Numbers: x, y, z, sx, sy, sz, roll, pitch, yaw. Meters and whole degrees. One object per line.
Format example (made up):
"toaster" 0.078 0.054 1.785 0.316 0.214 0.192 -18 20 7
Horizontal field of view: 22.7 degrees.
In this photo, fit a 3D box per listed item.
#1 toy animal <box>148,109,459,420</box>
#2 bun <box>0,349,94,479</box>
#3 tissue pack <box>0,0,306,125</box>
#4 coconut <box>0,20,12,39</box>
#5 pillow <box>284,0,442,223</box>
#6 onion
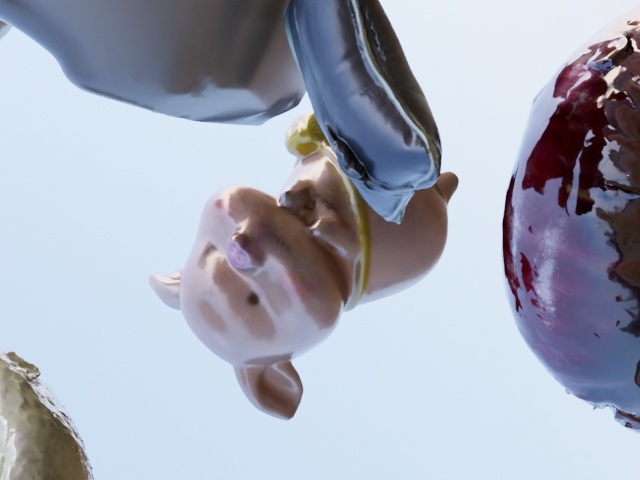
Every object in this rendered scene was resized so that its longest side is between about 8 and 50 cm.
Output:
"toy animal" -0.002 -0.001 1.255 0.165 0.248 0.149 46 164 35
"bun" -0.272 0.184 1.146 0.153 0.244 0.244 58 -166 -64
"tissue pack" -0.164 -0.242 0.984 0.267 0.387 0.277 -22 -52 -75
"coconut" -0.322 -0.214 1.300 0.162 0.161 0.161 16 -137 -23
"pillow" 0.021 -0.079 0.811 0.091 0.055 0.135 33 -146 -77
"onion" 0.243 -0.025 1.027 0.314 0.314 0.232 47 172 -36
